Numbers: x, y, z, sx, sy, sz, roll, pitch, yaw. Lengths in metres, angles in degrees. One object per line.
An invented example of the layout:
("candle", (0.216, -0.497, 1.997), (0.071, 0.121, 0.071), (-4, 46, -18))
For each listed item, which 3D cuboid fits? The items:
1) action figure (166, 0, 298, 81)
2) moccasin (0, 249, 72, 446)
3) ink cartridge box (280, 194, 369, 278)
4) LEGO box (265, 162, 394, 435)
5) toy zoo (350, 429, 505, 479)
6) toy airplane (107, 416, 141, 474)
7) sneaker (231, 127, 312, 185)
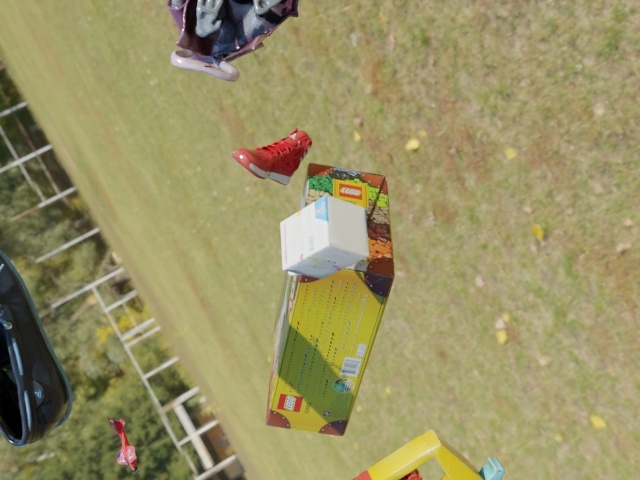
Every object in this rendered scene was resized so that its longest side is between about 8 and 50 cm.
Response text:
("action figure", (-0.182, -0.397, 1.581), (0.370, 0.248, 0.276), (-3, 71, 68))
("moccasin", (-0.459, 0.126, 1.121), (0.342, 0.137, 0.117), (58, -158, -9))
("ink cartridge box", (0.000, 0.000, 1.362), (0.143, 0.089, 0.092), (-28, 56, 45))
("LEGO box", (0.014, 0.138, 1.865), (0.373, 0.193, 0.500), (-89, 10, -54))
("toy zoo", (0.091, 0.344, 0.973), (0.192, 0.293, 0.030), (56, -179, -32))
("toy airplane", (-0.459, 0.479, 1.898), (0.151, 0.028, 0.151), (29, 129, 42))
("sneaker", (-0.099, -0.199, 1.738), (0.087, 0.128, 0.221), (40, -169, 17))
